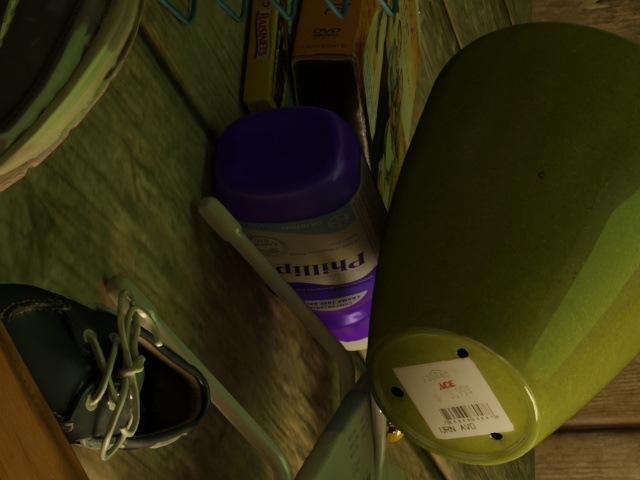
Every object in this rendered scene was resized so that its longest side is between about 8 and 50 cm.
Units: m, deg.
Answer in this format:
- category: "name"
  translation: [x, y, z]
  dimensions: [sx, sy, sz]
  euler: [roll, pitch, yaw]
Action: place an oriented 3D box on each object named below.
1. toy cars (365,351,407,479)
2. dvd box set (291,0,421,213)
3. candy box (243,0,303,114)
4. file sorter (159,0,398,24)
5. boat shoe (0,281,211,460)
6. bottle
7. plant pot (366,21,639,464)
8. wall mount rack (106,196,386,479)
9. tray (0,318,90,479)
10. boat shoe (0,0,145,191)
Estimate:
- category: "toy cars"
  translation: [0.079, 0.195, 1.630]
  dimensions: [0.176, 0.087, 0.394]
  euler: [119, -19, -73]
- category: "dvd box set"
  translation: [0.044, -0.186, 1.768]
  dimensions: [0.420, 0.062, 0.308]
  euler: [-80, 166, -47]
- category: "candy box"
  translation: [-0.036, -0.179, 1.568]
  dimensions: [0.105, 0.027, 0.206]
  euler: [70, 21, -60]
- category: "file sorter"
  translation: [-0.031, -0.219, 1.302]
  dimensions: [0.118, 0.170, 0.104]
  euler: [35, 56, -73]
- category: "boat shoe"
  translation: [-0.129, 0.077, 1.012]
  dimensions: [0.254, 0.079, 0.095]
  euler: [49, 40, -68]
- category: "bottle"
  translation: [0.000, 0.000, 1.482]
  dimensions: [0.283, 0.118, 0.092]
  euler: [66, 22, -57]
- category: "plant pot"
  translation: [0.156, 0.025, 1.399]
  dimensions: [0.293, 0.274, 0.275]
  euler: [-57, 144, -42]
- category: "wall mount rack"
  translation: [-0.044, 0.141, 1.276]
  dimensions: [0.350, 0.130, 0.304]
  euler: [-52, 141, -70]
- category: "tray"
  translation: [-0.162, 0.194, 0.869]
  dimensions: [0.411, 0.076, 0.203]
  euler: [70, 21, -46]
- category: "boat shoe"
  translation: [-0.155, -0.166, 0.896]
  dimensions: [0.130, 0.132, 0.355]
  euler: [44, 50, -32]
